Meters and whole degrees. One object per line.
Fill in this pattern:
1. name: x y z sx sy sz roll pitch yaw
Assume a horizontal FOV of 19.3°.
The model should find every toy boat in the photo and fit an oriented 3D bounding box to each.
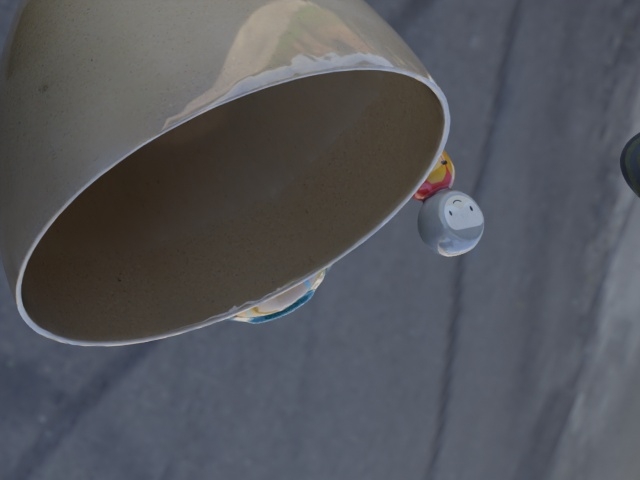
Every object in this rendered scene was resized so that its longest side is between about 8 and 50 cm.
1. toy boat: 0.000 0.000 1.898 0.318 0.148 0.267 -26 170 3

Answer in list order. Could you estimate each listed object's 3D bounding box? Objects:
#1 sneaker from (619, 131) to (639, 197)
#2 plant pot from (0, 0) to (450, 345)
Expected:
1. sneaker: 0.348 -0.065 1.711 0.121 0.300 0.111 36 90 -23
2. plant pot: -0.089 -0.090 1.160 0.284 0.191 0.284 -24 156 -11
